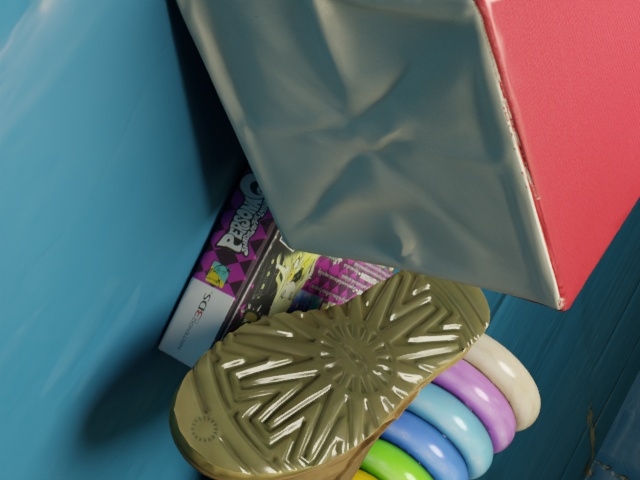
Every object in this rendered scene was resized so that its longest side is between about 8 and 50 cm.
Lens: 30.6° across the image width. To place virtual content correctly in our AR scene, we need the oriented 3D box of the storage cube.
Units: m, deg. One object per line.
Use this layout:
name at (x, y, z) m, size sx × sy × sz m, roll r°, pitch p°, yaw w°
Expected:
storage cube at (0.071, -0.110, 0.602) m, size 0.193 × 0.183 × 0.215 m, roll -51°, pitch 136°, yaw -30°

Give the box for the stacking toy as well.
stacking toy at (0.062, 0.234, 1.093) m, size 0.330 × 0.141 × 0.141 m, roll -47°, pitch 153°, yaw -23°

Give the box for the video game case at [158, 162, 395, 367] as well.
video game case at (0.000, 0.000, 0.799) m, size 0.210 × 0.042 × 0.232 m, roll -64°, pitch 158°, yaw -1°

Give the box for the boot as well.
boot at (-0.023, 0.139, 0.766) m, size 0.236 × 0.089 × 0.269 m, roll -19°, pitch 156°, yaw -35°
